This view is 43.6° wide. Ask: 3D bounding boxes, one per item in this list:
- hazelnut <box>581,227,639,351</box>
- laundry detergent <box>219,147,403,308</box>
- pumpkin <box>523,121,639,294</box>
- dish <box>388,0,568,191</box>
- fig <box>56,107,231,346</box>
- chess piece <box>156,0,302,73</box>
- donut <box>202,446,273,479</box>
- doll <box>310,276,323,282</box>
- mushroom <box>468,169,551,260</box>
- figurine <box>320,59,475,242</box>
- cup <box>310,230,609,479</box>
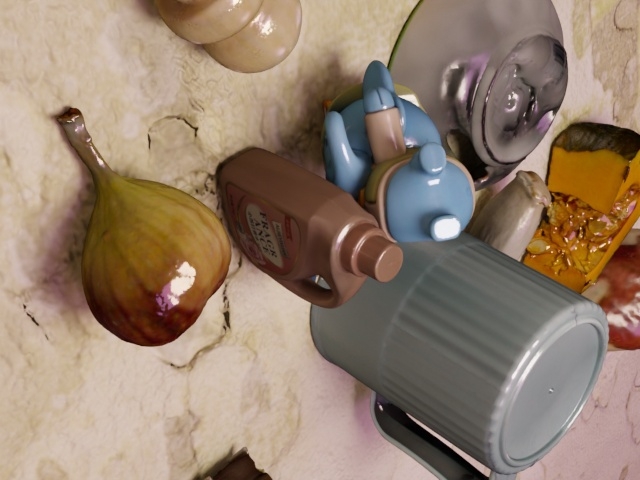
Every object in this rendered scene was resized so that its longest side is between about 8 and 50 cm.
[{"bbox_3d":[0.567,0.116,1.497,0.261,0.241,0.261,-55,164,-23],"label":"hazelnut"},{"bbox_3d":[-0.005,0.008,0.863,0.076,0.237,0.171,-35,134,-27],"label":"laundry detergent"},{"bbox_3d":[0.445,-0.067,1.344,0.280,0.139,0.190,-53,142,-13],"label":"pumpkin"},{"bbox_3d":[0.238,-0.199,1.072,0.324,0.124,0.324,-23,127,-35],"label":"dish"},{"bbox_3d":[-0.163,-0.015,0.771,0.160,0.143,0.230,-49,141,-62],"label":"fig"},{"bbox_3d":[-0.106,-0.240,0.707,0.261,0.143,0.142,31,89,-53],"label":"chess piece"},{"bbox_3d":[-0.097,0.461,1.113,0.259,0.136,0.345,-49,137,-10],"label":"donut"},{"bbox_3d":[0.000,0.000,1.022,0.037,0.027,0.125,-27,129,-42],"label":"doll"},{"bbox_3d":[0.254,0.054,1.245,0.097,0.109,0.351,11,106,-32],"label":"mushroom"},{"bbox_3d":[0.078,-0.093,0.879,0.154,0.262,0.180,-38,111,-3],"label":"figurine"},{"bbox_3d":[0.168,0.155,1.062,0.257,0.311,0.331,22,96,-48],"label":"cup"}]
